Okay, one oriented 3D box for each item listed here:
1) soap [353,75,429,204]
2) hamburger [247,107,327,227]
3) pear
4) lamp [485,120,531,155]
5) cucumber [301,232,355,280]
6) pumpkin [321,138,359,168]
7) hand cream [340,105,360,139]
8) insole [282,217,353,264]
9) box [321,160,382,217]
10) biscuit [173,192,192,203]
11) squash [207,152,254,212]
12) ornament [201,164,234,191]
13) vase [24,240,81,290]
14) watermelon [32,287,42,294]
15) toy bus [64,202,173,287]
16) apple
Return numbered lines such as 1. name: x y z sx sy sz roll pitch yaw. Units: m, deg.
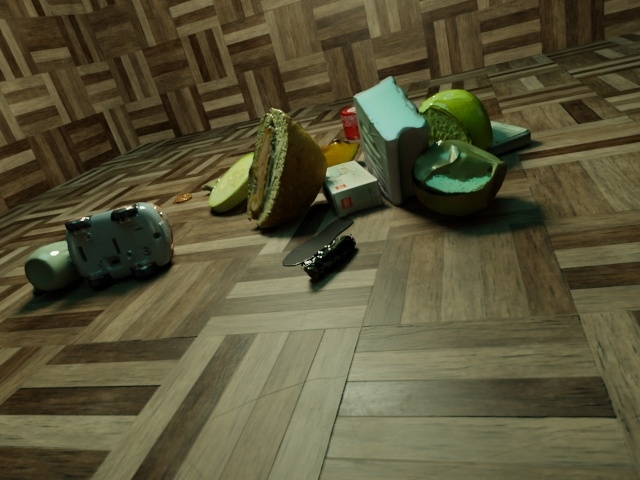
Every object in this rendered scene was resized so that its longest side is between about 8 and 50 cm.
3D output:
1. soap: 0.190 -0.234 1.244 0.115 0.347 0.208 -25 60 -1
2. hamburger: -0.079 -0.198 1.355 0.209 0.329 0.162 -5 23 -40
3. pear: 0.397 -0.368 1.443 0.286 0.176 0.282 9 35 46
4. lamp: 0.485 -0.311 1.519 0.267 0.047 0.269 -22 24 -6
5. cucumber: 0.023 0.032 1.046 0.053 0.053 0.181 5 30 40
6. pumpkin: -0.025 -0.278 1.691 0.312 0.148 0.169 6 -10 -16
7. hand cream: 0.191 -0.538 2.122 0.193 0.125 0.193 -14 26 7
8. insole: 0.000 0.000 1.187 0.086 0.005 0.253 7 33 40
9. box: 0.082 -0.157 1.391 0.135 0.079 0.269 -18 23 -3
10. biscuit: -0.556 -0.170 1.907 0.078 0.015 0.091 -24 24 -19
11. squash: -0.292 -0.202 1.646 0.252 0.049 0.252 -31 34 24
12. ornament: -0.339 -0.256 1.905 0.245 0.061 0.230 -8 27 15
13. vase: -0.731 0.057 1.384 0.128 0.128 0.248 -10 14 13
14. watermelon: -0.823 0.097 1.411 0.087 0.068 0.163 -26 23 -25
15. toy bus: -0.542 -0.001 1.331 0.288 0.194 0.232 -14 11 6
16. apple: 0.319 -0.142 1.100 0.188 0.173 0.207 37 45 29
